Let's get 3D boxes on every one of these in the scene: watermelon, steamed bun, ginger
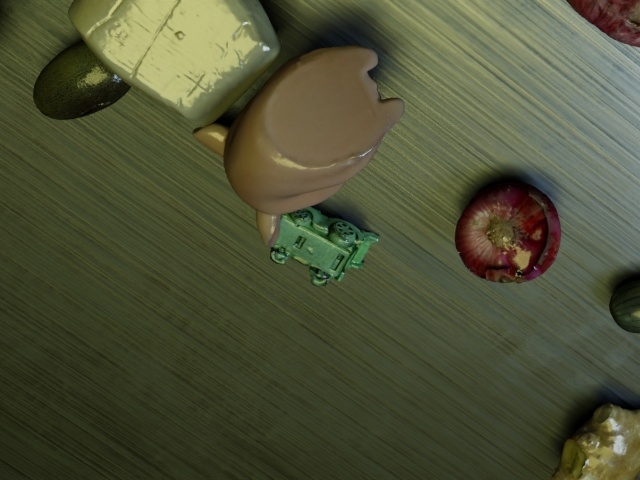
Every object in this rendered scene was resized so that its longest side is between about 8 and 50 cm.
[{"bbox_3d":[0.466,0.092,1.976,0.111,0.078,0.078,-6,119,11],"label":"watermelon"},{"bbox_3d":[-0.183,-0.286,1.816,0.250,0.155,0.200,39,107,-11],"label":"steamed bun"},{"bbox_3d":[0.432,0.338,2.115,0.157,0.102,0.216,8,120,-27],"label":"ginger"}]

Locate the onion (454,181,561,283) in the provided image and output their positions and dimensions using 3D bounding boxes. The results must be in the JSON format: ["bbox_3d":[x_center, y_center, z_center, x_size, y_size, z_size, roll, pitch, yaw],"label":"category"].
[{"bbox_3d":[0.272,-0.003,1.949,0.150,0.140,0.150,-5,77,24],"label":"onion"}]

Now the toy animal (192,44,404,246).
[{"bbox_3d":[-0.029,-0.141,1.857,0.213,0.256,0.195,-32,85,-17],"label":"toy animal"}]

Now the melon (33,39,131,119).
[{"bbox_3d":[-0.325,-0.221,1.912,0.162,0.099,0.099,-24,114,24],"label":"melon"}]

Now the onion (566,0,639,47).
[{"bbox_3d":[0.420,-0.363,1.693,0.227,0.120,0.283,21,121,-9],"label":"onion"}]

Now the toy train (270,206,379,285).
[{"bbox_3d":[0.000,0.000,2.005,0.149,0.081,0.099,27,121,0],"label":"toy train"}]
